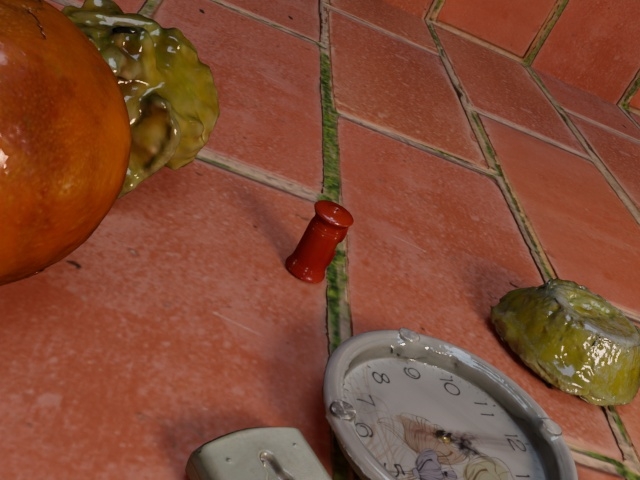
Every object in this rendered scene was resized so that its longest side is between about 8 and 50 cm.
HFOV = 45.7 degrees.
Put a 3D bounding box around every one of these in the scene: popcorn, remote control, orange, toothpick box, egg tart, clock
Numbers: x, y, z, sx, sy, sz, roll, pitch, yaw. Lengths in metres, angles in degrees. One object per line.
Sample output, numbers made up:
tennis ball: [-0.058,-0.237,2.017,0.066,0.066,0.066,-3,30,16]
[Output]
popcorn: [-0.213,-0.155,0.797,0.217,0.170,0.189,14,29,-10]
remote control: [0.000,0.220,0.496,0.098,0.038,0.233,0,37,-40]
orange: [-0.289,-0.092,0.578,0.283,0.226,0.284,20,24,-10]
toothpick box: [0.000,0.000,0.807,0.047,0.083,0.047,22,29,-12]
egg tart: [0.302,0.106,0.892,0.197,0.078,0.197,22,27,-12]
clock: [0.104,0.169,0.649,0.236,0.053,0.236,20,27,-11]
